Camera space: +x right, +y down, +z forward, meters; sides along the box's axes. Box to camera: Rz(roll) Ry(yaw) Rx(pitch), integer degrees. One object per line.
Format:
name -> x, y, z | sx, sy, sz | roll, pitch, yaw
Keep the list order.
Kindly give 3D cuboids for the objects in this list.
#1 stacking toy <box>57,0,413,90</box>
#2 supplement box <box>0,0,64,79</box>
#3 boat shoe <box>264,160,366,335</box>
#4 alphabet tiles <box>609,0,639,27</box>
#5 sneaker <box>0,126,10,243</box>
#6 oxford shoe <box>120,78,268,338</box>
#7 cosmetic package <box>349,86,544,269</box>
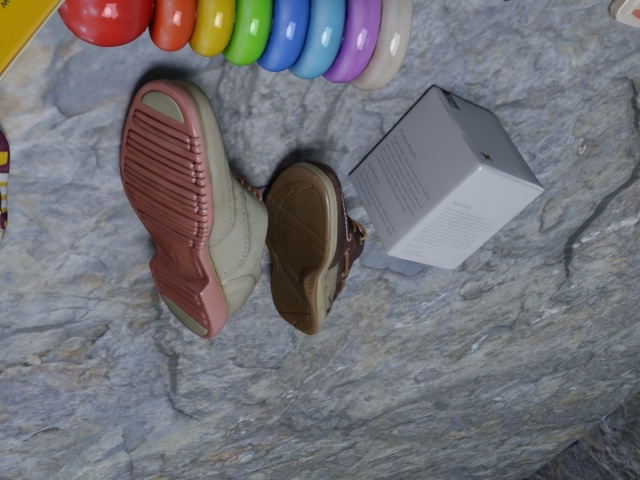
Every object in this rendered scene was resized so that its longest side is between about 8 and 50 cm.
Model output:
stacking toy -> -0.083, -0.228, 0.743 | 0.330, 0.141, 0.141 | 0, 140, -21
supplement box -> -0.316, -0.253, 0.410 | 0.195, 0.194, 0.356 | -55, 142, -9
boat shoe -> 0.000, 0.000, 1.121 | 0.123, 0.123, 0.342 | -41, 150, -31
alphabet tiles -> 0.498, -0.383, 0.958 | 0.278, 0.021, 0.284 | 3, 137, -34
sneaker -> -0.367, -0.053, 0.829 | 0.070, 0.084, 0.185 | -8, 144, -22
oxford shoe -> -0.146, -0.050, 0.965 | 0.146, 0.140, 0.397 | -41, 152, -33
cosmetic package -> 0.170, -0.080, 1.056 | 0.151, 0.151, 0.184 | 13, 133, -42
